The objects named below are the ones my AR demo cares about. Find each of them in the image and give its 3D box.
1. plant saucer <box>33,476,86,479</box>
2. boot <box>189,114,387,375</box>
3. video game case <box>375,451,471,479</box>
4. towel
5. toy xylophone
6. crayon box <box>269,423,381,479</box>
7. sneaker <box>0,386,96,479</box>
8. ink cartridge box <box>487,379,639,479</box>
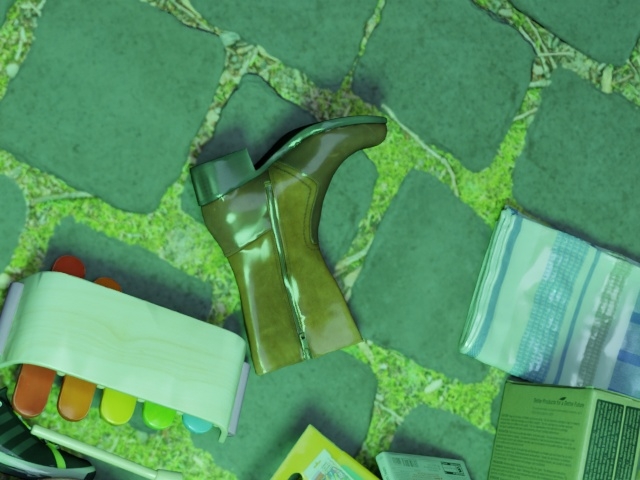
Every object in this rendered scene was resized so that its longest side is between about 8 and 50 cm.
[{"bbox_3d":[-0.268,0.424,1.783,0.332,0.084,0.332,14,69,-43],"label":"plant saucer"},{"bbox_3d":[0.000,0.000,2.013,0.264,0.096,0.280,-22,95,-20],"label":"boot"},{"bbox_3d":[0.147,0.333,2.015,0.157,0.019,0.143,13,46,-44],"label":"video game case"},{"bbox_3d":[0.332,0.096,2.158,0.285,0.034,0.209,22,81,-17],"label":"towel"},{"bbox_3d":[-0.234,0.161,1.904,0.323,0.081,0.236,28,62,-14],"label":"toy xylophone"},{"bbox_3d":[0.037,0.400,2.008,0.323,0.083,0.203,41,75,-14],"label":"crayon box"},{"bbox_3d":[-0.363,0.219,1.876,0.235,0.084,0.097,19,78,-18],"label":"sneaker"},{"bbox_3d":[0.300,0.280,2.029,0.088,0.235,0.193,15,83,-18],"label":"ink cartridge box"}]
